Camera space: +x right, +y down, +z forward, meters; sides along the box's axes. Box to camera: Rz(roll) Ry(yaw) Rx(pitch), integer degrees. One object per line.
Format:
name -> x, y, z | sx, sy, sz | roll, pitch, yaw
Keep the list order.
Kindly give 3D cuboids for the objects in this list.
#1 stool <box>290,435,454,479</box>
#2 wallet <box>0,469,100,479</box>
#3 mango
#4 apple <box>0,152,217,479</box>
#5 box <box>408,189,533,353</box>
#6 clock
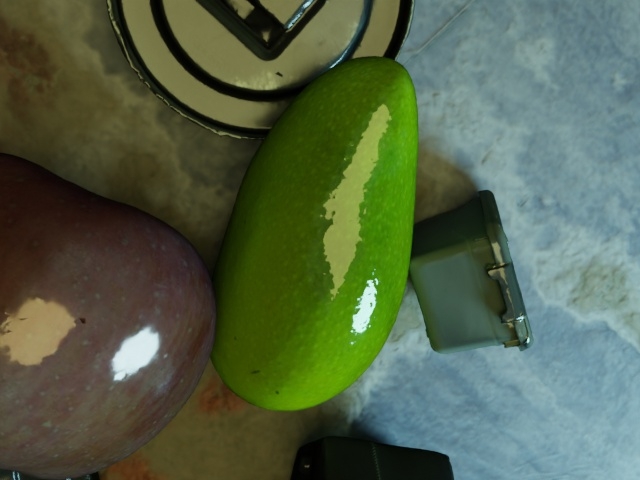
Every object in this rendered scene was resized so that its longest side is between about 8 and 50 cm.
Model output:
stool -> 0.037, 0.299, 0.936 | 0.141, 0.232, 0.232 | 11, 99, -12
wallet -> -0.292, 0.261, 0.959 | 0.168, 0.052, 0.245 | -13, 105, -14
mango -> 0.000, 0.000, 0.864 | 0.156, 0.192, 0.343 | 1, 121, -32
apple -> -0.242, 0.065, 0.812 | 0.305, 0.306, 0.235 | 26, 80, -12
box -> 0.137, 0.033, 0.931 | 0.092, 0.172, 0.124 | -16, 102, 11
clock -> -0.054, -0.232, 0.903 | 0.280, 0.055, 0.281 | -1, 100, -8
